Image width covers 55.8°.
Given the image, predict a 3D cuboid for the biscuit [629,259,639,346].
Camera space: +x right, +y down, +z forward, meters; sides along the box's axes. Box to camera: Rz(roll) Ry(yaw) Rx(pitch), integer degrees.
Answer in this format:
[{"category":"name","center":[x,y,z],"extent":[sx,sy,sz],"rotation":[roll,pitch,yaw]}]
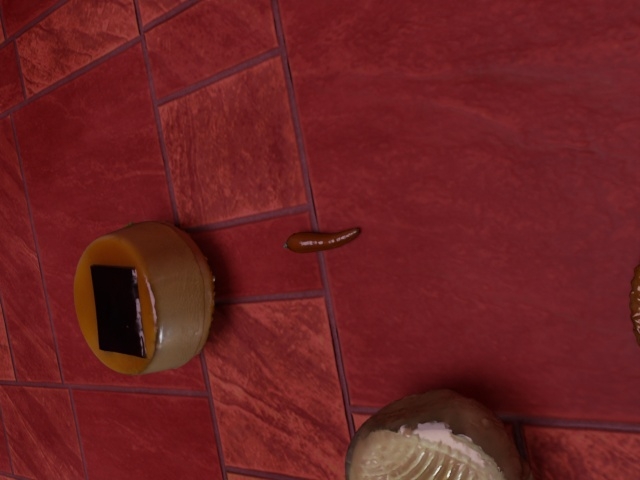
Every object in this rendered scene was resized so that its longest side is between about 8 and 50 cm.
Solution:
[{"category":"biscuit","center":[0.450,0.077,0.611],"extent":[0.254,0.035,0.253],"rotation":[7,102,36]}]

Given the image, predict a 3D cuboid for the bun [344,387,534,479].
[{"category":"bun","center":[0.165,0.314,0.799],"extent":[0.260,0.152,0.259],"rotation":[10,111,26]}]

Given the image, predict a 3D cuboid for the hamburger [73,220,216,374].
[{"category":"hamburger","center":[-0.318,0.102,1.123],"extent":[0.301,0.176,0.299],"rotation":[6,100,37]}]

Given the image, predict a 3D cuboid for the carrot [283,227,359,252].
[{"category":"carrot","center":[0.000,0.000,0.952],"extent":[0.142,0.035,0.035],"rotation":[-7,93,31]}]
